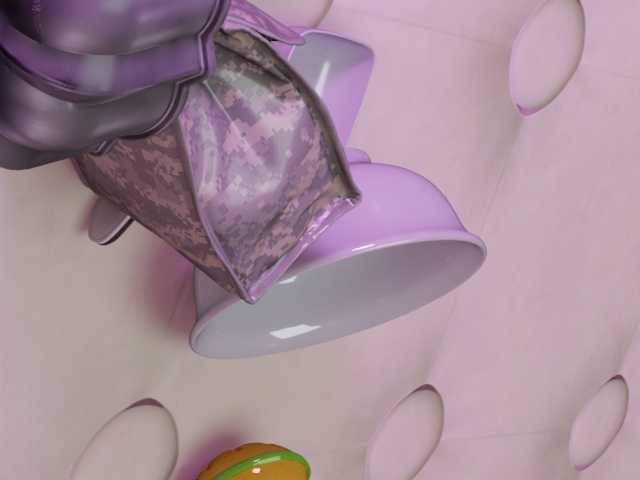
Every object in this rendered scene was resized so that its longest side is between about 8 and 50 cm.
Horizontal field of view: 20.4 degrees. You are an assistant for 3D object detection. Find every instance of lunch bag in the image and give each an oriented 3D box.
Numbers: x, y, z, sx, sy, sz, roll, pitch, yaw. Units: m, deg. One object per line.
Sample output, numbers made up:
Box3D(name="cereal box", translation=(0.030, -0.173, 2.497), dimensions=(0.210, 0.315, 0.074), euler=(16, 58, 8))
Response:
Box3D(name="lunch bag", translation=(-0.122, -0.127, 1.414), dimensions=(0.169, 0.235, 0.287), euler=(-45, 142, -16))

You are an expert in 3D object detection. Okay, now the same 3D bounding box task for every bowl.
Box3D(name="bowl", translation=(0.000, 0.000, 1.694), dimensions=(0.298, 0.134, 0.298), euler=(-16, 164, -5))
Box3D(name="bowl", translation=(-0.020, -0.137, 1.701), dimensions=(0.142, 0.053, 0.142), euler=(7, 105, -54))

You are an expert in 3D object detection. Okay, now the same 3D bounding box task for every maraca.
Box3D(name="maraca", translation=(-0.093, 0.278, 1.850), dimensions=(0.185, 0.099, 0.127), euler=(-35, 142, 5))

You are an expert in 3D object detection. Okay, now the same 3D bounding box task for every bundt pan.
Box3D(name="bundt pan", translation=(-0.223, -0.190, 1.144), dimensions=(0.124, 0.331, 0.331), euler=(-36, 138, -49))

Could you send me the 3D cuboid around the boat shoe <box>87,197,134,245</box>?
Box3D(name="boat shoe", translation=(-0.162, -0.044, 1.587), dimensions=(0.125, 0.046, 0.038), euler=(-62, 142, -17))
